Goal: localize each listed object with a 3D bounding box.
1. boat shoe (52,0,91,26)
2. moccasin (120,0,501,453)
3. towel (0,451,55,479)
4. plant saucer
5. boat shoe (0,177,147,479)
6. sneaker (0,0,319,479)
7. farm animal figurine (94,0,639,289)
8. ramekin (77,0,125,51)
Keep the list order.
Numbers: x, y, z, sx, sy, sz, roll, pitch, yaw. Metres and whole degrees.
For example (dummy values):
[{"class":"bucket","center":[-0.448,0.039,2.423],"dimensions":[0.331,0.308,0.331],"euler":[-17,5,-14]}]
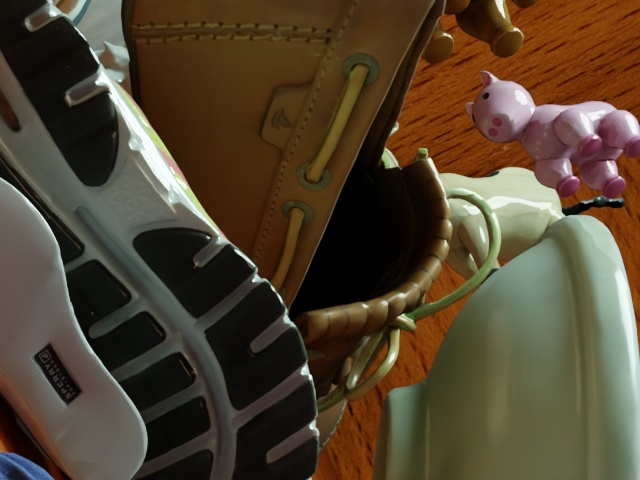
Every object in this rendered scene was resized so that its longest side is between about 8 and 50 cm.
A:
[{"class":"boat shoe","center":[-0.149,-0.194,0.807],"dimensions":[0.079,0.095,0.254],"euler":[93,-13,-61]},{"class":"moccasin","center":[0.001,-0.002,0.727],"dimensions":[0.380,0.147,0.139],"euler":[96,19,-50]},{"class":"towel","center":[0.031,0.209,0.340],"dimensions":[0.243,0.040,0.336],"euler":[41,-19,46]},{"class":"plant saucer","center":[0.072,0.183,0.776],"dimensions":[0.400,0.100,0.400],"euler":[5,90,-89]},{"class":"boat shoe","center":[-0.083,0.024,0.434],"dimensions":[0.035,0.035,0.100],"euler":[7,-49,56]},{"class":"sneaker","center":[-0.063,0.008,0.508],"dimensions":[0.208,0.081,0.094],"euler":[65,-3,-8]},{"class":"farm animal figurine","center":[0.022,-0.059,0.963],"dimensions":[0.172,0.327,0.330],"euler":[55,-10,40]},{"class":"ramekin","center":[-0.147,-0.181,0.954],"dimensions":[0.207,0.109,0.207],"euler":[154,-90,-89]}]
